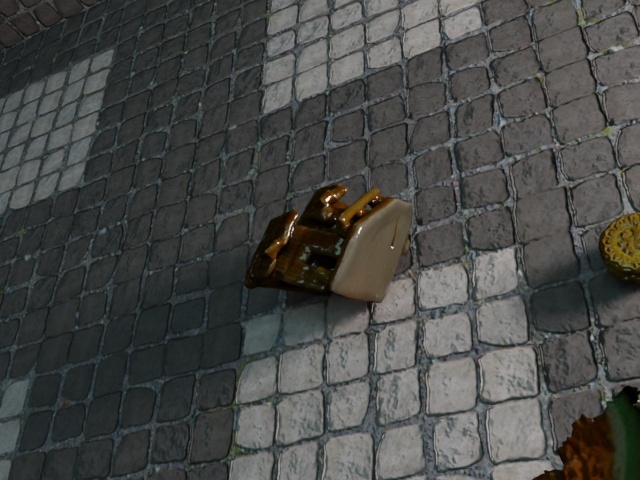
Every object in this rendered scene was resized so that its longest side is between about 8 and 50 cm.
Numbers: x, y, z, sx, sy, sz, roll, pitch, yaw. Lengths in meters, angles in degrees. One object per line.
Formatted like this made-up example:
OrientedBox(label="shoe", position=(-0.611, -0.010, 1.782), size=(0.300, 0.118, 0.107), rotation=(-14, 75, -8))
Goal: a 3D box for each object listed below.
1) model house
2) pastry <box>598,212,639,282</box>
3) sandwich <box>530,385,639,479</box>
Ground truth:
OrientedBox(label="model house", position=(0.002, 0.000, 1.282), size=(0.229, 0.219, 0.199), rotation=(9, 75, 27))
OrientedBox(label="pastry", position=(0.432, 0.010, 1.090), size=(0.109, 0.057, 0.097), rotation=(-48, 47, -3))
OrientedBox(label="sandwich", position=(0.290, 0.330, 0.892), size=(0.301, 0.162, 0.250), rotation=(-39, 8, 27))
